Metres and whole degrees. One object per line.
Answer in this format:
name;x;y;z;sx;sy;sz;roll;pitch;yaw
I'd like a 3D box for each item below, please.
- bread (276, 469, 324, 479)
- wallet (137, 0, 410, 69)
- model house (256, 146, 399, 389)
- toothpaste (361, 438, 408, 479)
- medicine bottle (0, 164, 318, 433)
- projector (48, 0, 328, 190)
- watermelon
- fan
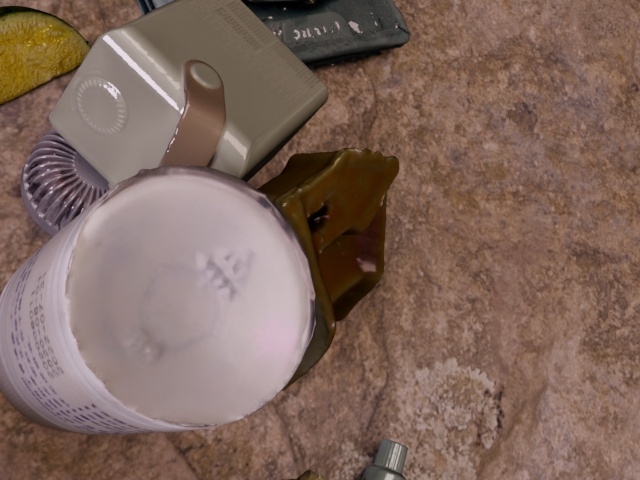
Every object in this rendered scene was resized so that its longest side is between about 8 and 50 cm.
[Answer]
bread;-0.056;0.353;0.787;0.174;0.133;0.251;-19;91;-37
wallet;-0.060;-0.324;1.031;0.342;0.075;0.237;-19;81;-31
model house;0.008;-0.001;0.877;0.173;0.268;0.239;47;54;4
toothpaste;0.039;0.362;0.887;0.075;0.048;0.296;27;68;-18
medicine bottle;-0.165;0.069;0.705;0.190;0.332;0.189;8;75;-30
projector;-0.128;-0.128;0.812;0.177;0.163;0.242;43;39;-5
watermelon;-0.342;-0.200;0.864;0.181;0.075;0.092;-40;139;-30
fan;-0.190;-0.053;0.881;0.244;0.074;0.130;8;60;-31
